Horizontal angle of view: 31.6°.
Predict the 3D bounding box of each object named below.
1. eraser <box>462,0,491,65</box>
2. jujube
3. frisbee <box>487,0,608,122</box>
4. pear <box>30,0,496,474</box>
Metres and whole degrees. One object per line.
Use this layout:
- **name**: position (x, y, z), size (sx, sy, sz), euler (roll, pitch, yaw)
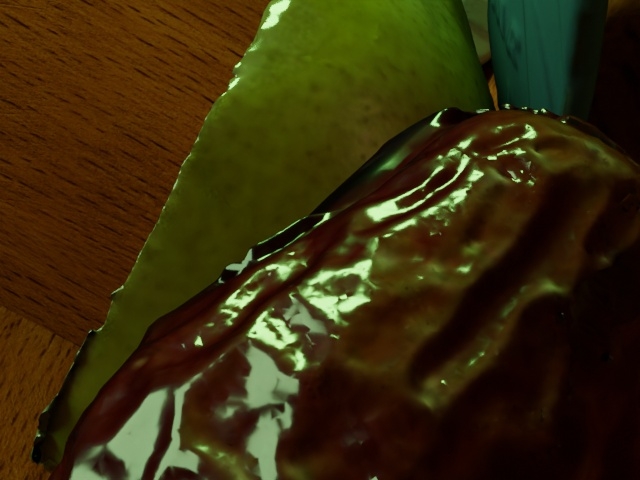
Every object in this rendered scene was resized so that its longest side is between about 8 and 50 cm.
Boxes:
- **eraser**: position (0.164, -0.264, 0.968), size (0.351, 0.061, 0.089), euler (-64, 11, -14)
- **jujube**: position (0.018, 0.084, 0.392), size (0.290, 0.197, 0.197), euler (-54, 9, -17)
- **frisbee**: position (0.115, -0.164, 0.615), size (0.289, 0.049, 0.289), euler (4, -90, -86)
- **pear**: position (0.000, 0.000, 0.675), size (0.386, 0.191, 0.340), euler (-65, 5, -17)
